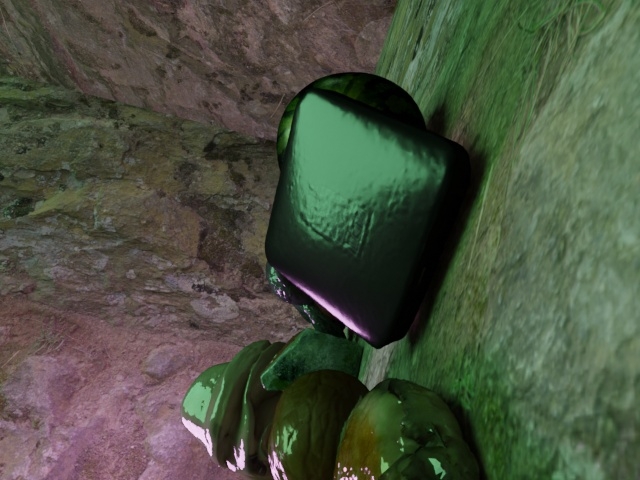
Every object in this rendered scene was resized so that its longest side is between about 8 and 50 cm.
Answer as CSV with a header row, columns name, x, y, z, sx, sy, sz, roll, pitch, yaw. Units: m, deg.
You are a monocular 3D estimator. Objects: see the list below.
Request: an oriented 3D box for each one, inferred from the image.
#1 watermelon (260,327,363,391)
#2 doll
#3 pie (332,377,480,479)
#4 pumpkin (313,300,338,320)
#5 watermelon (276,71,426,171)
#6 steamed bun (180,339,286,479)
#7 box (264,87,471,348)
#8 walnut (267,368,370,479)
name,x,y,z,sx,sy,sz,roll,pitch,yaw
watermelon,-0.026,0.274,1.115,0.256,0.193,0.139,108,175,-77
doll,0.002,0.121,1.187,0.158,0.340,0.246,-31,28,13
pie,0.058,0.290,0.456,0.339,0.077,0.339,-168,90,-84
pumpkin,0.057,0.059,0.997,0.219,0.162,0.218,176,90,-68
watermelon,0.050,-0.158,0.868,0.269,0.269,0.268,-166,90,-88
steamed bun,-0.132,0.454,1.254,0.342,0.367,0.255,-45,22,-14
box,0.042,-0.036,0.685,0.073,0.289,0.290,-10,-56,-44
walnut,0.005,0.283,0.717,0.207,0.167,0.167,-77,1,-61
